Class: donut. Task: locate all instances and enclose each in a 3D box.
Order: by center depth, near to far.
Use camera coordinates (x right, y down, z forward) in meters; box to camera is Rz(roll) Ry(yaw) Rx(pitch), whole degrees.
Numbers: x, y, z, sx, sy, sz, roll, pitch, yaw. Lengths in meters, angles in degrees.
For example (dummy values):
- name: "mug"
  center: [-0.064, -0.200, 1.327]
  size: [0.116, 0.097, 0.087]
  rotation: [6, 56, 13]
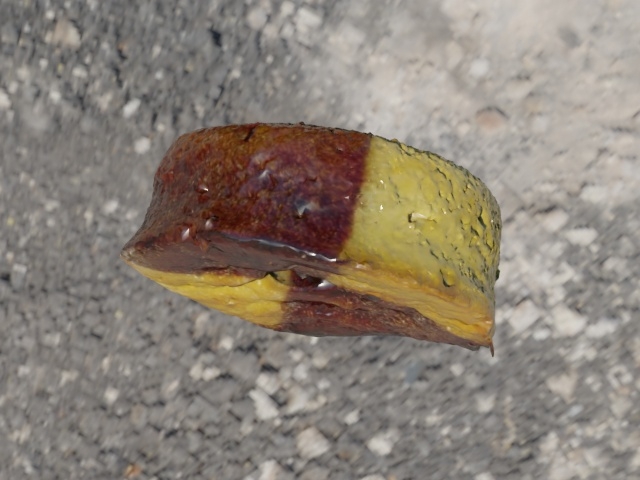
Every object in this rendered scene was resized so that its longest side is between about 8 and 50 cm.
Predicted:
- name: "donut"
  center: [0.000, 0.000, 0.550]
  size: [0.140, 0.140, 0.059]
  rotation: [14, 78, -12]
